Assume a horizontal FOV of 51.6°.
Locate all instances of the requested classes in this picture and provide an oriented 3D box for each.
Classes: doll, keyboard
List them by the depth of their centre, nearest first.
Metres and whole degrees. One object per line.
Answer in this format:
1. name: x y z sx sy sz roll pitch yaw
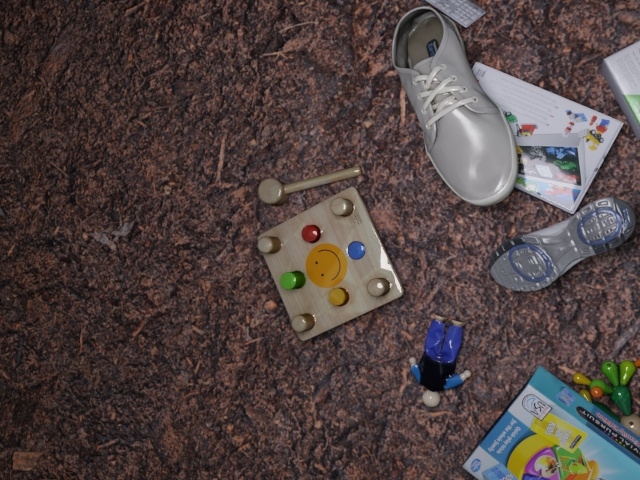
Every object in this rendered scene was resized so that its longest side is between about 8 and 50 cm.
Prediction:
1. doll: 0.246 0.251 1.355 0.129 0.046 0.189 16 94 21
2. keyboard: 0.223 -0.525 1.377 0.256 0.072 0.014 40 145 17

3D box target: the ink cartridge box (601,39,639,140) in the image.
1. ink cartridge box: 0.650 -0.304 1.194 0.219 0.092 0.160 -26 80 17

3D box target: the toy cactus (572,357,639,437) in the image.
1. toy cactus: 0.566 0.308 1.216 0.219 0.112 0.181 -20 92 10

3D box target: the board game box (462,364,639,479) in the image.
1. board game box: 0.466 0.429 1.201 0.336 0.079 0.254 36 125 18

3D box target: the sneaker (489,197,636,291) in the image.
1. sneaker: 0.460 0.012 1.252 0.297 0.129 0.111 -28 81 36

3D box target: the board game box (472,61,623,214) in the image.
1. board game box: 0.401 -0.203 1.305 0.305 0.053 0.193 30 98 19

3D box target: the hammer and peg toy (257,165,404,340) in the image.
1. hammer and peg toy: 0.000 0.000 1.408 0.266 0.127 0.361 -26 80 18

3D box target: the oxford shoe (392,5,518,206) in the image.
1. oxford shoe: 0.242 -0.267 1.269 0.169 0.130 0.449 -28 64 28
